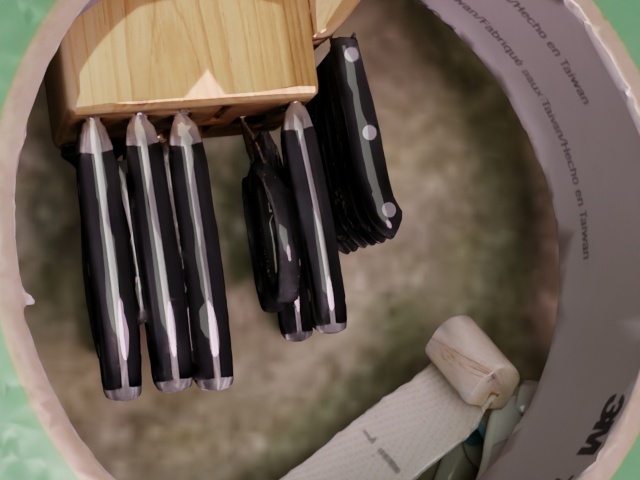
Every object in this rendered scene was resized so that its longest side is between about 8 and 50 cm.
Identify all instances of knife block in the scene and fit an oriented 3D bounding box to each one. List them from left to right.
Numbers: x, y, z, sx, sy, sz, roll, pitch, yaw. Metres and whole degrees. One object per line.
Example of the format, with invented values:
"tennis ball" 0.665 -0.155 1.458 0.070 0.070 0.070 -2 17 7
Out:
"knife block" -0.076 -0.086 0.654 0.276 0.088 0.242 39 77 -7

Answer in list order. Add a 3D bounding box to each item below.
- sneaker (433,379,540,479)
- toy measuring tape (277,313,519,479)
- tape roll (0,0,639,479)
"sneaker" 0.112 0.086 0.680 0.229 0.087 0.092 -40 93 -14
"toy measuring tape" -0.080 0.111 0.608 0.330 0.121 0.121 -35 92 -5
"tape roll" 0.000 0.000 0.568 0.321 0.077 0.321 2 83 -20
